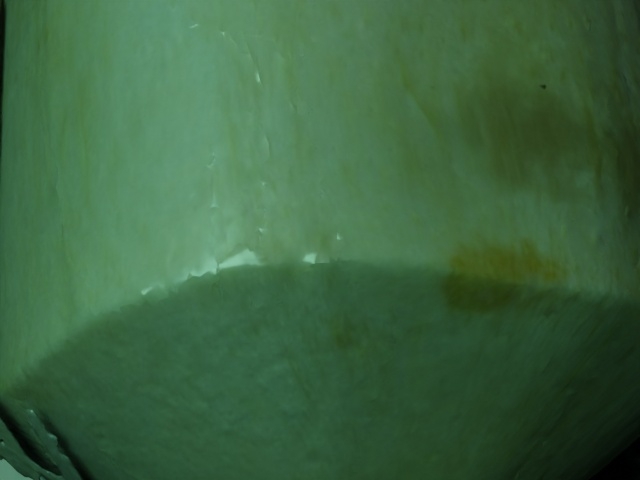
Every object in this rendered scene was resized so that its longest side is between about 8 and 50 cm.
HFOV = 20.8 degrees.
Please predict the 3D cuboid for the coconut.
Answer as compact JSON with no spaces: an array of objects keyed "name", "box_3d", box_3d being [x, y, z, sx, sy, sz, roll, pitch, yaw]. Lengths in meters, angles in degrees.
[{"name":"coconut","box_3d":[0.000,0.000,0.711,0.323,0.323,0.323,-11,68,28]}]
